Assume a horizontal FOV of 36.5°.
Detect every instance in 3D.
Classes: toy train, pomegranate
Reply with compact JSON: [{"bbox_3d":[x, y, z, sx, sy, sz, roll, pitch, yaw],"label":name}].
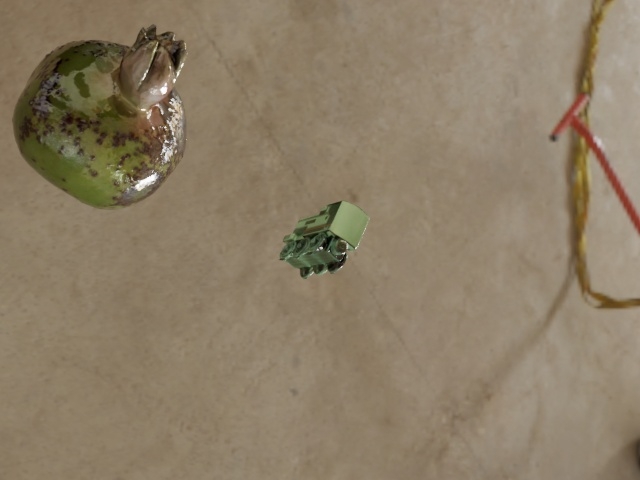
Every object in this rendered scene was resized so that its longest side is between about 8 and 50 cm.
[{"bbox_3d":[0.000,0.000,0.772,0.033,0.083,0.053,35,68,-22],"label":"toy train"},{"bbox_3d":[-0.319,-0.215,1.546,0.285,0.340,0.285,26,47,-32],"label":"pomegranate"}]
